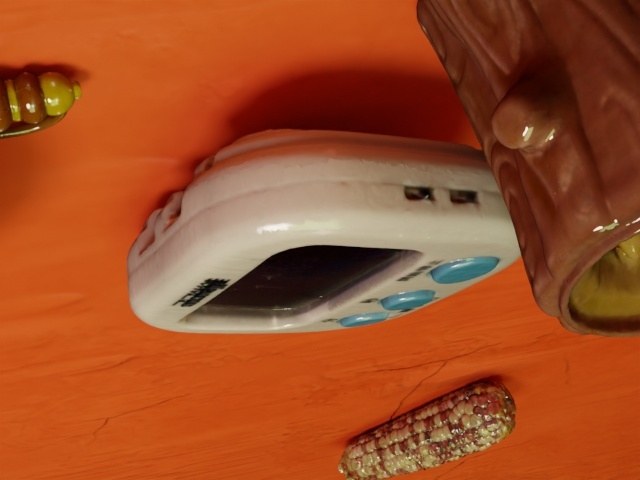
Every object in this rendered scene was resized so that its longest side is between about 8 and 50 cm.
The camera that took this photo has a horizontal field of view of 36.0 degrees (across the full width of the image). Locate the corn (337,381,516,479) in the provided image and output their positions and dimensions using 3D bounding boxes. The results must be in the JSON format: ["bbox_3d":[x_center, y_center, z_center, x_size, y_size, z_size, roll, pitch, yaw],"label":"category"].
[{"bbox_3d":[0.126,0.239,1.199,0.237,0.079,0.079,-25,149,22],"label":"corn"}]

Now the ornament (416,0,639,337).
[{"bbox_3d":[0.167,-0.081,0.526,0.221,0.217,0.235,10,143,-36],"label":"ornament"}]

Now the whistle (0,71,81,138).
[{"bbox_3d":[-0.192,-0.069,0.564,0.109,0.046,0.057,-9,136,-21],"label":"whistle"}]

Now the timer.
[{"bbox_3d":[0.000,0.000,0.686,0.237,0.087,0.262,4,159,-28],"label":"timer"}]
